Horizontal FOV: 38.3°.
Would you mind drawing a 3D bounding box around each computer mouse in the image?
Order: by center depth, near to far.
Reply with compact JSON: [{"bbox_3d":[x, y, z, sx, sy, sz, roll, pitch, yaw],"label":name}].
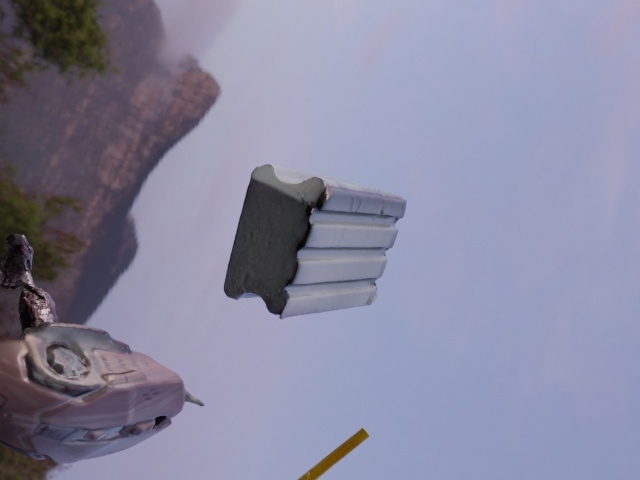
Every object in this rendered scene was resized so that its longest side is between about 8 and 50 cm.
[{"bbox_3d":[-0.313,0.232,1.261,0.199,0.389,0.115,-49,-134,23],"label":"computer mouse"}]

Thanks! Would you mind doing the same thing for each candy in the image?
[{"bbox_3d":[-0.405,0.099,1.307,0.094,0.051,0.226,-36,-107,38],"label":"candy"}]

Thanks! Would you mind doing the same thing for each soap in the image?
[{"bbox_3d":[0.000,0.000,1.046,0.261,0.094,0.150,3,107,-66],"label":"soap"}]

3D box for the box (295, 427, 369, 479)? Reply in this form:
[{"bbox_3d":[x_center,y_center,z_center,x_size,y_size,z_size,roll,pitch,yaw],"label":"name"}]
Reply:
[{"bbox_3d":[0.010,0.376,1.552,0.155,0.023,0.087,-34,172,-22],"label":"box"}]
